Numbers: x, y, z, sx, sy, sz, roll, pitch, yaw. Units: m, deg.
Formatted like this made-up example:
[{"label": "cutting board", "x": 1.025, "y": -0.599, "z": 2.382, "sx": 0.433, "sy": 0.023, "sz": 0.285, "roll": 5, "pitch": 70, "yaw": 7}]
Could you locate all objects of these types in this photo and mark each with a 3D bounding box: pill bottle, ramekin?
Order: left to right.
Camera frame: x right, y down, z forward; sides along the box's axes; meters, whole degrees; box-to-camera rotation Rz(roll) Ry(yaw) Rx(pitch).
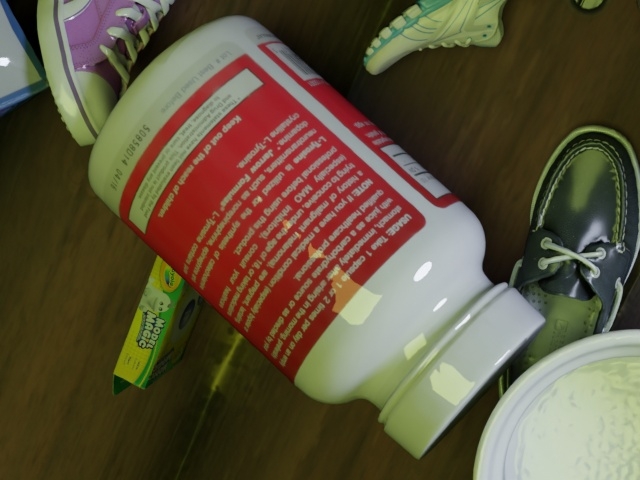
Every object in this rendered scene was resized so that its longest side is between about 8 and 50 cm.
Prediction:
[{"label": "pill bottle", "x": 0.000, "y": 0.000, "z": 1.378, "sx": 0.408, "sy": 0.229, "sz": 0.229, "roll": 43, "pitch": 111, "yaw": 12}, {"label": "ramekin", "x": 0.274, "y": 0.211, "z": 1.325, "sx": 0.277, "sy": 0.135, "sz": 0.277, "roll": 0, "pitch": 92, "yaw": 6}]

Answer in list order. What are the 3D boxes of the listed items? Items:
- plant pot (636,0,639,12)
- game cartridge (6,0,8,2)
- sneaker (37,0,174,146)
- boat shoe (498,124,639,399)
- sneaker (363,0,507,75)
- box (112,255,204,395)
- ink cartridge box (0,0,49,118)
[{"label": "plant pot", "x": 0.434, "y": -0.199, "z": 1.242, "sx": 0.263, "sy": 0.263, "sz": 0.229, "roll": 44, "pitch": 92, "yaw": 2}, {"label": "game cartridge", "x": -0.402, "y": -0.384, "z": 1.522, "sx": 0.196, "sy": 0.060, "sz": 0.294, "roll": 1, "pitch": 104, "yaw": 12}, {"label": "sneaker", "x": -0.177, "y": -0.227, "z": 1.411, "sx": 0.161, "sy": 0.102, "sz": 0.282, "roll": -8, "pitch": 64, "yaw": 10}, {"label": "boat shoe", "x": 0.238, "y": 0.043, "z": 1.418, "sx": 0.114, "sy": 0.091, "sz": 0.302, "roll": 9, "pitch": 106, "yaw": 14}, {"label": "sneaker", "x": 0.126, "y": -0.204, "z": 1.404, "sx": 0.191, "sy": 0.071, "sz": 0.083, "roll": -36, "pitch": 97, "yaw": 21}, {"label": "box", "x": -0.157, "y": 0.075, "z": 1.536, "sx": 0.043, "sy": 0.105, "sz": 0.179, "roll": 28, "pitch": 110, "yaw": 9}, {"label": "ink cartridge box", "x": -0.476, "y": -0.112, "z": 1.445, "sx": 0.395, "sy": 0.270, "sz": 0.151, "roll": -18, "pitch": 100, "yaw": 54}]
